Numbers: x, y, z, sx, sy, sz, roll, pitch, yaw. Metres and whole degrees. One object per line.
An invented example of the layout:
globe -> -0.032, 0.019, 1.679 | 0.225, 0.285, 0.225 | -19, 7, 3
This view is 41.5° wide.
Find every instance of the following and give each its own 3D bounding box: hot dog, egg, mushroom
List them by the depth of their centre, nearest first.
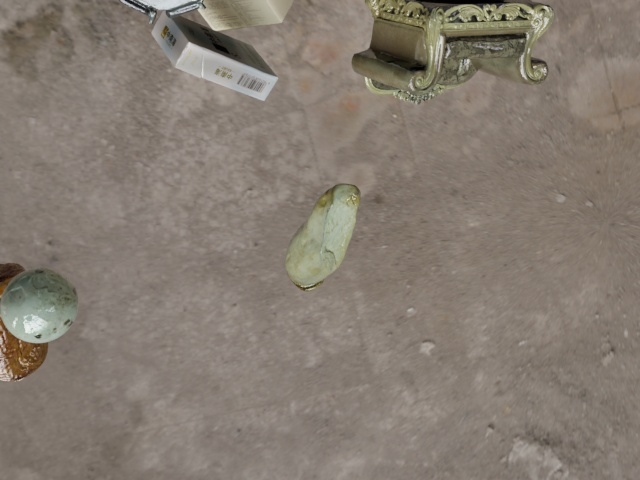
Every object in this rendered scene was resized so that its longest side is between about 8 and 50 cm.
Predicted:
mushroom -> 0.001, 0.004, 1.461 | 0.087, 0.333, 0.107 | -14, 76, -21
egg -> -0.482, 0.104, 1.463 | 0.131, 0.164, 0.131 | -2, 115, -5
hot dog -> -0.687, 0.176, 1.828 | 0.122, 0.196, 0.272 | 25, 136, 37

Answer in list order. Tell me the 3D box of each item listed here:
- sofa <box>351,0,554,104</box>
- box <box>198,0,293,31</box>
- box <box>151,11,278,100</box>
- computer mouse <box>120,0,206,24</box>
sofa -> 0.204, -0.282, 1.308 | 0.200, 0.258, 0.182 | 35, 129, 57
box -> -0.190, -0.567, 1.892 | 0.212, 0.168, 0.095 | 4, 61, 35
box -> -0.226, -0.397, 1.818 | 0.067, 0.243, 0.155 | -57, 45, 21
computer mouse -> -0.191, -0.373, 1.015 | 0.126, 0.071, 0.231 | 3, 129, -5
